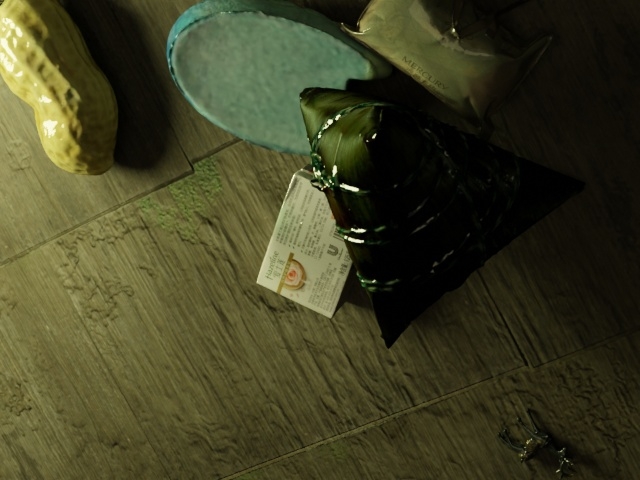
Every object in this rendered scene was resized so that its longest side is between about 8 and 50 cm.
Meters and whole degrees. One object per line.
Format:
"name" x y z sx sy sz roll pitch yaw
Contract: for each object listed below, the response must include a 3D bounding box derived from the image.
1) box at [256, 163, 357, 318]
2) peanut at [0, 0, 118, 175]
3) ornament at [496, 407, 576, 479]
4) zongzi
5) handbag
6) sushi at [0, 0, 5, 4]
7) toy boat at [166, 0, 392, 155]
"box" 0.000 0.000 1.765 0.135 0.081 0.199 25 111 10
"peanut" -0.407 -0.242 1.803 0.147 0.147 0.305 -24 102 23
"ornament" 0.338 0.324 1.781 0.125 0.028 0.073 44 114 3
"zongzi" 0.177 -0.080 1.591 0.362 0.319 0.383 -30 118 -4
"handbag" 0.178 -0.280 1.598 0.270 0.117 0.182 36 113 -4
"sushi" -0.608 -0.408 1.833 0.273 0.134 0.109 -9 90 36
"toy boat" -0.064 -0.252 1.709 0.330 0.123 0.215 15 119 2
